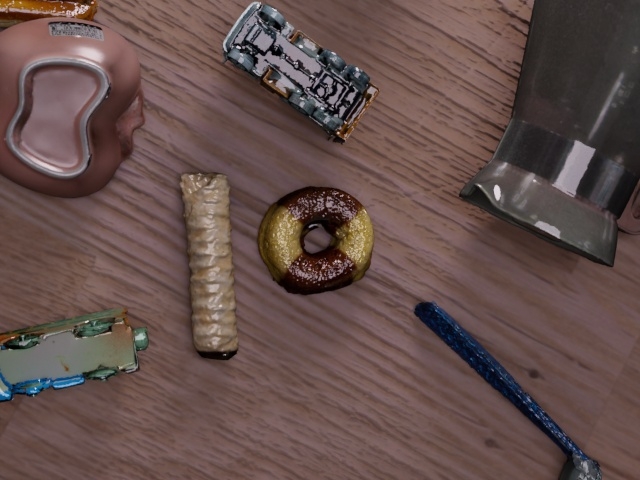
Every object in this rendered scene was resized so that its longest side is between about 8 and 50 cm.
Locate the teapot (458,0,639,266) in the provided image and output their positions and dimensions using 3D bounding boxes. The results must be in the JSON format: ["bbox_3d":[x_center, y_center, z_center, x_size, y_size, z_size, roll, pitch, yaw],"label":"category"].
[{"bbox_3d":[0.334,-0.156,1.915,0.300,0.253,0.344,25,93,-41],"label":"teapot"}]

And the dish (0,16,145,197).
[{"bbox_3d":[-0.291,-0.144,1.835,0.213,0.090,0.213,-2,102,-8],"label":"dish"}]

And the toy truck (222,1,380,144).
[{"bbox_3d":[-0.031,-0.192,1.891,0.177,0.115,0.080,36,84,-9],"label":"toy truck"}]

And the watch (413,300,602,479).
[{"bbox_3d":[0.205,0.241,1.964,0.274,0.068,0.276,18,87,-5],"label":"watch"}]

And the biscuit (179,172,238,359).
[{"bbox_3d":[-0.129,0.030,1.903,0.061,0.055,0.219,-2,90,0],"label":"biscuit"}]

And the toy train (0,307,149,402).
[{"bbox_3d":[-0.286,0.128,1.852,0.188,0.099,0.072,-12,94,-11],"label":"toy train"}]

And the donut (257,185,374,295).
[{"bbox_3d":[0.000,0.000,1.927,0.140,0.059,0.140,1,86,-11],"label":"donut"}]

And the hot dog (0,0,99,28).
[{"bbox_3d":[-0.334,-0.275,1.873,0.165,0.045,0.071,5,87,-10],"label":"hot dog"}]
